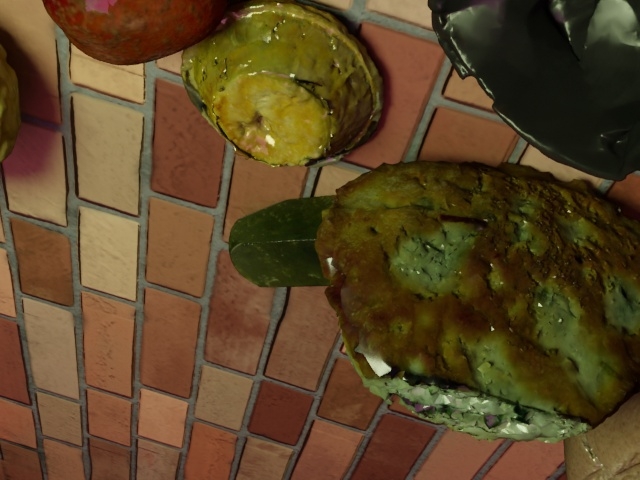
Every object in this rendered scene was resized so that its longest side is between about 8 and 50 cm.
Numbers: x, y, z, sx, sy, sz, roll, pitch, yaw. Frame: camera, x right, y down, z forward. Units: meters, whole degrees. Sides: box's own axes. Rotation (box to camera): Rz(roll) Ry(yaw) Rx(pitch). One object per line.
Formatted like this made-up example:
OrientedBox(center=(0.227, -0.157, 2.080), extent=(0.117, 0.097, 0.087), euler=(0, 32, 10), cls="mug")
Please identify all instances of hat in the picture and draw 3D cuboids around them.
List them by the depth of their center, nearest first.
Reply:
OrientedBox(center=(0.235, -0.176, 0.535), extent=(0.209, 0.336, 0.238), euler=(-31, 107, -4), cls="hat")

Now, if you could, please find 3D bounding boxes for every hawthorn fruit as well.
OrientedBox(center=(-0.138, -0.236, 0.668), extent=(0.203, 0.163, 0.163), euler=(0, 136, 1), cls="hawthorn fruit")

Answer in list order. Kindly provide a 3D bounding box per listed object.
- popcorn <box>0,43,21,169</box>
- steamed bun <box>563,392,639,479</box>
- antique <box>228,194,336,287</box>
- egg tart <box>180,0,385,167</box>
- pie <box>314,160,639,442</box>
OrientedBox(center=(-0.441, -0.141, 0.819), extent=(0.249, 0.249, 0.225), euler=(-2, 163, 20), cls="popcorn")
OrientedBox(center=(0.379, 0.165, 0.848), extent=(0.199, 0.251, 0.301), euler=(34, 132, -2), cls="steamed bun")
OrientedBox(center=(0.000, 0.000, 0.905), extent=(0.220, 0.080, 0.081), euler=(-2, 133, 22), cls="antique")
OrientedBox(center=(-0.043, -0.143, 0.769), extent=(0.212, 0.090, 0.213), euler=(10, 141, 8), cls="egg tart")
OrientedBox(center=(0.167, 0.040, 0.742), extent=(0.354, 0.288, 0.103), euler=(12, 144, -1), cls="pie")
